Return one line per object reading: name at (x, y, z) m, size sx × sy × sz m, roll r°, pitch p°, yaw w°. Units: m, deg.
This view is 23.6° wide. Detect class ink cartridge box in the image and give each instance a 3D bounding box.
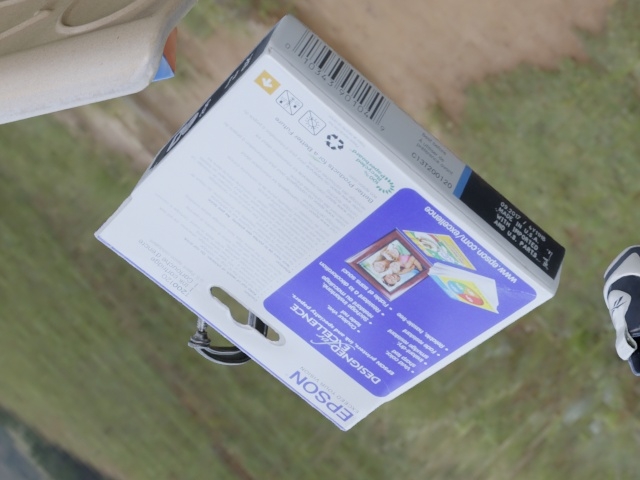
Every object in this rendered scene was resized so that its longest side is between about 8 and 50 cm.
ink cartridge box at (0.000, 0.000, 0.887) m, size 0.206 × 0.045 × 0.208 m, roll 39°, pitch 135°, yaw -11°

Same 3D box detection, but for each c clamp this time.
c clamp at (-0.099, 0.048, 1.520) m, size 0.137 × 0.161 × 0.022 m, roll -6°, pitch -168°, yaw -43°

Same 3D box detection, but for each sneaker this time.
sneaker at (0.371, 0.107, 1.421) m, size 0.235 × 0.094 × 0.153 m, roll 26°, pitch -138°, yaw -9°

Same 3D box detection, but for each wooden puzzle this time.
wooden puzzle at (-0.181, -0.206, 1.313) m, size 0.322 × 0.348 × 0.080 m, roll -9°, pitch 128°, yaw 35°
